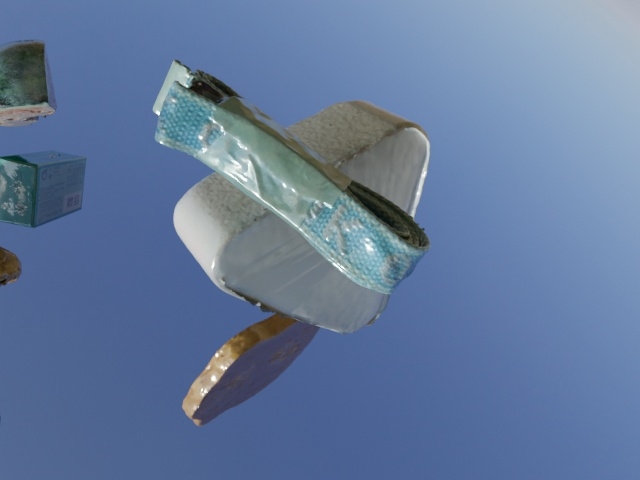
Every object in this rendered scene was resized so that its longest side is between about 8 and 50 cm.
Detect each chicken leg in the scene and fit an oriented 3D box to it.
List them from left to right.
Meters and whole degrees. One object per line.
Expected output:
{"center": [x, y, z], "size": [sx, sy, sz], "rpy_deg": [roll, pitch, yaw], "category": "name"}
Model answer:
{"center": [-0.691, 0.020, 0.924], "size": [0.207, 0.085, 0.101], "rpy_deg": [48, -145, -28], "category": "chicken leg"}

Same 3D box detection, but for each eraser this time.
{"center": [0.000, 0.000, 0.683], "size": [0.331, 0.331, 0.150], "rpy_deg": [-1, -153, -38], "category": "eraser"}

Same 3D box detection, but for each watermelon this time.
{"center": [-0.739, -0.369, 1.101], "size": [0.175, 0.321, 0.188], "rpy_deg": [-18, -80, -49], "category": "watermelon"}

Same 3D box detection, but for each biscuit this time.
{"center": [-0.147, 0.270, 1.087], "size": [0.365, 0.385, 0.062], "rpy_deg": [-22, -118, -46], "category": "biscuit"}

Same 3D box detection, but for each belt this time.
{"center": [-0.034, -0.062, 0.455], "size": [0.302, 0.072, 0.087], "rpy_deg": [36, -151, 4], "category": "belt"}

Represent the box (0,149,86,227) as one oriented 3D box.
{"center": [-0.685, -0.135, 1.181], "size": [0.092, 0.153, 0.245], "rpy_deg": [12, -167, -4], "category": "box"}
